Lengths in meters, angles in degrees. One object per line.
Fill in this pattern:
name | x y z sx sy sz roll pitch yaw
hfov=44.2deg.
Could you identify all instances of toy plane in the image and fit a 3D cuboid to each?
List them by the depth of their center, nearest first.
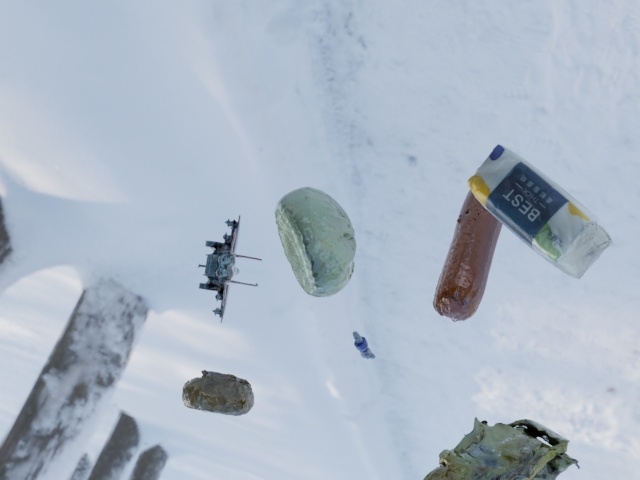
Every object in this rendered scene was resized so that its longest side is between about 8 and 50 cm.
toy plane | -0.205 0.059 1.656 0.104 0.223 0.326 10 175 -16

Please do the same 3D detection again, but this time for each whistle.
whistle | 0.091 0.225 1.686 0.033 0.029 0.083 -6 129 33

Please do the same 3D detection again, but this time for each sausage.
sausage | 0.326 0.014 1.691 0.102 0.331 0.102 18 162 6

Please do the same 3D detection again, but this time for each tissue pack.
tissue pack | 0.141 -0.018 0.508 0.083 0.042 0.062 47 -169 31

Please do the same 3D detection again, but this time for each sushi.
sushi | 0.248 0.368 1.200 0.139 0.291 0.131 30 150 61

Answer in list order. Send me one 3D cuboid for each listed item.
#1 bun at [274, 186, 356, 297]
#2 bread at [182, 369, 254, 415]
bun | 0.000 0.000 1.378 0.118 0.196 0.195 -18 162 -13
bread | -0.145 0.230 1.187 0.082 0.060 0.113 1 167 36
